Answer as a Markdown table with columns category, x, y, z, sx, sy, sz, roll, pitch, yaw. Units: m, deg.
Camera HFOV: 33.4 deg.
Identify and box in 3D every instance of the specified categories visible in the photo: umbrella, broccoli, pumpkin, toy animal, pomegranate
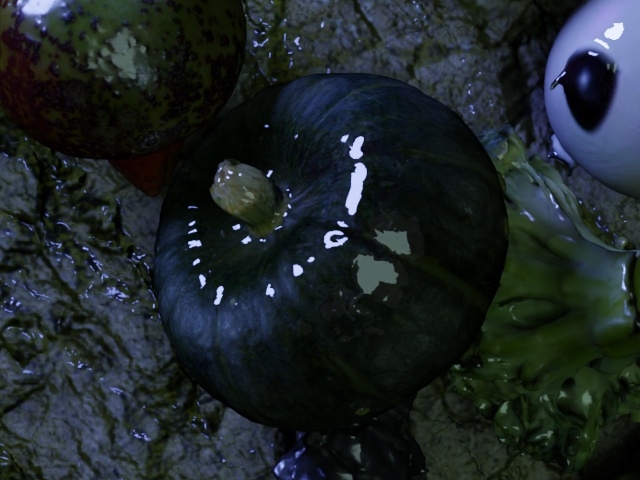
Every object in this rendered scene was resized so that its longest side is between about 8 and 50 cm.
| category | x | y | z | sx | sy | sz | roll | pitch | yaw |
| --- | --- | --- | --- | --- | --- | --- | --- | --- | --- |
| umbrella | 0.025 | 0.141 | 0.978 | 0.154 | 0.128 | 0.337 | -3 | 90 | -34 |
| broccoli | 0.216 | 0.048 | 0.933 | 0.288 | 0.245 | 0.248 | 51 | 61 | -23 |
| pumpkin | 0.000 | 0.000 | 0.857 | 0.300 | 0.300 | 0.207 | -52 | 136 | 0 |
| toy animal | 0.325 | -0.183 | 0.925 | 0.251 | 0.251 | 0.310 | 43 | 81 | -12 |
| pomegranate | -0.162 | -0.135 | 0.880 | 0.214 | 0.214 | 0.248 | -10 | 133 | -8 |

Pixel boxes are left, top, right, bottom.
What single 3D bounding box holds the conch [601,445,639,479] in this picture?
| category | x | y | z | sx | sy | sz | roll | pitch | yaw |
| --- | --- | --- | --- | --- | --- | --- | --- | --- | --- |
| conch | 0.337 | 0.278 | 1.040 | 0.187 | 0.124 | 0.181 | 21 | 108 | -33 |
